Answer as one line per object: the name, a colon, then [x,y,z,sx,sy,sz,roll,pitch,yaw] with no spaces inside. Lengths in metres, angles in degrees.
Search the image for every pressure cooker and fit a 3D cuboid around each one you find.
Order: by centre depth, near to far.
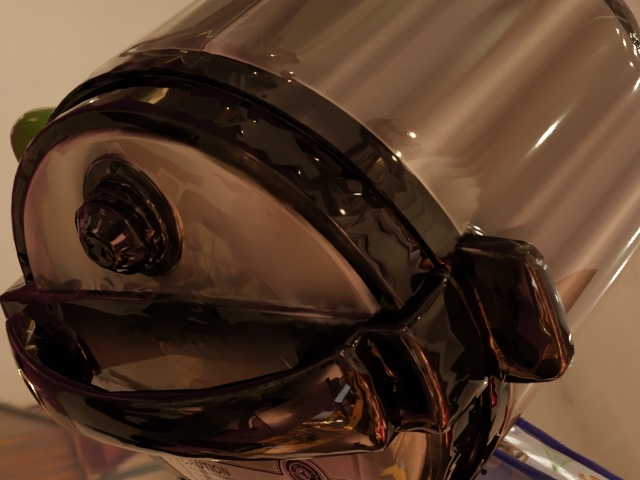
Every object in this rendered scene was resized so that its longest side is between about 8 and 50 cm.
pressure cooker: [-0.003,-0.005,0.952,0.375,0.420,0.370,39,-40,7]

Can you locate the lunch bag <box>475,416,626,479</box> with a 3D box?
lunch bag: [0.253,0.414,1.583,0.385,0.239,0.328,31,-78,36]

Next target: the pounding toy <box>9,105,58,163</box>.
pounding toy: [-0.214,-0.092,1.539,0.110,0.237,0.183,-44,-136,19]
